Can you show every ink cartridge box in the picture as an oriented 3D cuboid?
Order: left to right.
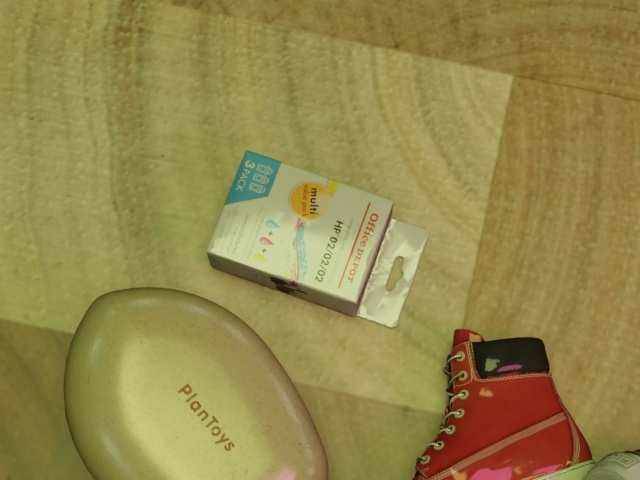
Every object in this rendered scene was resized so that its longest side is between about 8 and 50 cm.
[{"bbox_3d":[0.000,0.000,1.643,0.181,0.061,0.104,19,76,5],"label":"ink cartridge box"}]

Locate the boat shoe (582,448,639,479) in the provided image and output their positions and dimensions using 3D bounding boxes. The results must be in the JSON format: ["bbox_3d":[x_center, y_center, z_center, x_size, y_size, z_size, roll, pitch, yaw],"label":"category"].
[{"bbox_3d":[0.330,0.329,1.522,0.119,0.121,0.335,-15,87,-31],"label":"boat shoe"}]

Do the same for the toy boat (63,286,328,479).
[{"bbox_3d":[-0.169,0.192,1.564,0.318,0.148,0.267,-31,82,-15],"label":"toy boat"}]

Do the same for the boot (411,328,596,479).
[{"bbox_3d":[0.104,0.177,1.585,0.244,0.088,0.176,-19,75,-13],"label":"boot"}]
